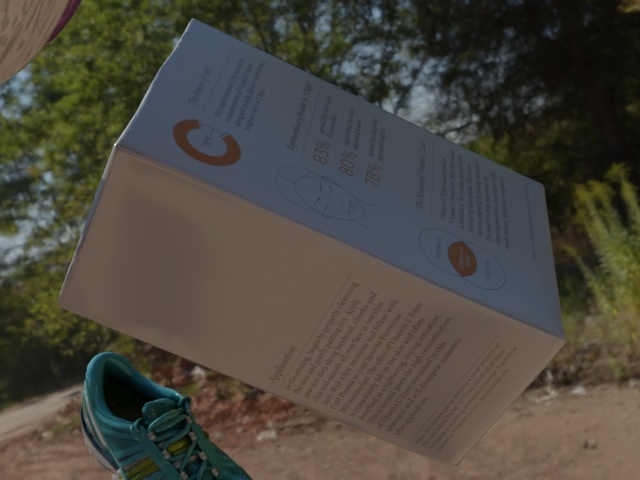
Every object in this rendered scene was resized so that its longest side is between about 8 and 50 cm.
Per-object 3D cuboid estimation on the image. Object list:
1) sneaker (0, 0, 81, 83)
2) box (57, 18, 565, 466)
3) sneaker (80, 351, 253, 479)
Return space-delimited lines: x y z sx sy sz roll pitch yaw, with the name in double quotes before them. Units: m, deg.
"sneaker" -0.161 -0.201 0.423 0.152 0.114 0.305 12 -45 -28
"box" 0.000 0.000 0.755 0.168 0.345 0.215 -59 11 35
"sneaker" -0.142 0.206 0.873 0.275 0.110 0.107 31 43 31
